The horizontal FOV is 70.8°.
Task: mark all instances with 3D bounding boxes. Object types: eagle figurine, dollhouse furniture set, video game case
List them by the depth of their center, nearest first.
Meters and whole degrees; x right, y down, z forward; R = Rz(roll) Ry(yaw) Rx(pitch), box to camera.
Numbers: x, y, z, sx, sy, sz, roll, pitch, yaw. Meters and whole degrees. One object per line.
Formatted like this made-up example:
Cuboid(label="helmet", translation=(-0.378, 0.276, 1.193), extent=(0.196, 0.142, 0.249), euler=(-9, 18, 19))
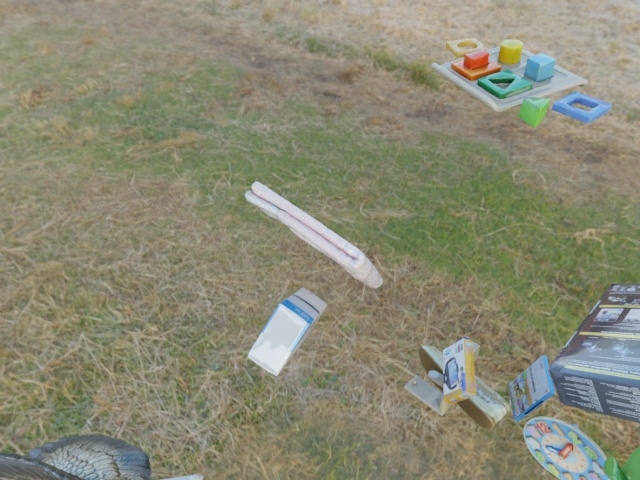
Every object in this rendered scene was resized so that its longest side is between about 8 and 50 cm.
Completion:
Cuboid(label="eagle figurine", translation=(-0.318, 0.332, 0.563), extent=(0.298, 0.226, 0.225), euler=(35, 35, 18))
Cuboid(label="dollhouse furniture set", translation=(0.317, 0.335, 1.186), extent=(0.144, 0.151, 0.123), euler=(-30, 41, -33))
Cuboid(label="video game case", translation=(0.582, 0.411, 1.250), extent=(0.015, 0.166, 0.119), euler=(21, 41, -3))

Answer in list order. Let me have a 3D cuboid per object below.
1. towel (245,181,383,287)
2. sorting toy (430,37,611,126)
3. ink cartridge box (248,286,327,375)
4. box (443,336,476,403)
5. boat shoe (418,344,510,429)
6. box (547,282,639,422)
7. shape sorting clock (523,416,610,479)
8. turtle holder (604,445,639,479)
Cuboid(label="towel", translation=(0.000, 0.000, 1.084), extent=(0.317, 0.332, 0.053), euler=(35, 89, 19))
Cuboid(label="sorting toy", translation=(0.315, -0.293, 0.761), extent=(0.196, 0.047, 0.347), euler=(-18, 45, -15))
Cuboid(label="ink cartridge box", translation=(-0.068, 0.196, 1.013), extent=(0.082, 0.139, 0.191), euler=(33, 11, 9))
Cuboid(label="box", translation=(0.300, 0.277, 0.981), extent=(0.028, 0.081, 0.136), euler=(18, 53, -14))
Cuboid(label="boat shoe", translation=(0.398, 0.399, 1.282), extent=(0.089, 0.104, 0.285), euler=(-29, 53, -22))
Cuboid(label="box", translation=(0.652, 0.185, 0.756), extent=(0.318, 0.097, 0.395), euler=(-31, 13, -32))
Cuboid(label="shape sorting clock", translation=(0.604, 0.527, 1.115), extent=(0.040, 0.206, 0.206), euler=(-26, 52, -32))
Cuboid(label="turtle holder", translation=(0.701, 0.515, 0.826), extent=(0.227, 0.243, 0.320), euler=(49, 57, -4))
